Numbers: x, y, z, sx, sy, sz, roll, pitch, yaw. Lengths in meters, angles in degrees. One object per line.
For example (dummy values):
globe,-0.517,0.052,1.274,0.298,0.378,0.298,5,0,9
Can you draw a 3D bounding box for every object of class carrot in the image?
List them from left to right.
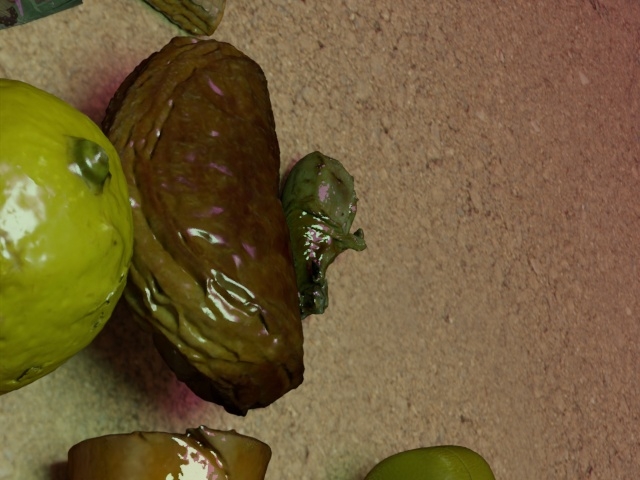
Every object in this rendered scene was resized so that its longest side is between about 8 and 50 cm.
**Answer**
carrot,-0.139,0.303,1.025,0.196,0.196,0.254,21,62,-42

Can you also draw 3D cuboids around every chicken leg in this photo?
chicken leg,0.000,0.000,1.396,0.103,0.088,0.227,38,43,-50

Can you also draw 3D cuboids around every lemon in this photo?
lemon,-0.284,0.003,0.918,0.260,0.284,0.260,42,7,-6

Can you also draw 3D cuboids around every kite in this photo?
kite,-0.337,-0.311,1.211,0.229,0.012,0.250,34,49,-36

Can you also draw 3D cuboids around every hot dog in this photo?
hot dog,-0.117,-0.020,1.134,0.267,0.174,0.387,80,1,-58

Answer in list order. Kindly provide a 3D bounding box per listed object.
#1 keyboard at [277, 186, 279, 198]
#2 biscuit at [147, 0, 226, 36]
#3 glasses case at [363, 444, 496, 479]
keyboard,-0.092,0.029,1.325,0.106,0.027,0.317,29,53,-42
biscuit,-0.246,-0.363,1.293,0.379,0.054,0.094,34,49,-37
glasses case,0.131,0.417,1.285,0.141,0.173,0.371,3,69,-49
